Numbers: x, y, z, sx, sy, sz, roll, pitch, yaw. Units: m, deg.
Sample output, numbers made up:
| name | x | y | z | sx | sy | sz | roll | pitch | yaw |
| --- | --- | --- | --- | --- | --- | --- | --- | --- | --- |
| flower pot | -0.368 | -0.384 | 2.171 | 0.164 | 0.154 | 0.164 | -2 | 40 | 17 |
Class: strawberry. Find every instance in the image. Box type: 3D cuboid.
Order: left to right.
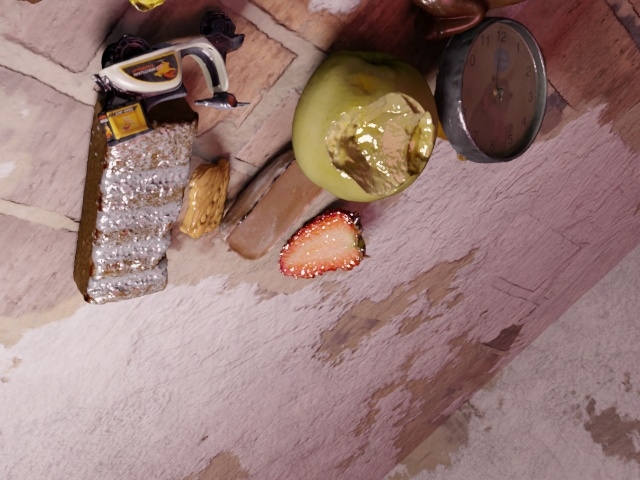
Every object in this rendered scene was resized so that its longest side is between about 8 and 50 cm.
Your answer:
| name | x | y | z | sx | sy | sz | roll | pitch | yaw |
| --- | --- | --- | --- | --- | --- | --- | --- | --- | --- |
| strawberry | 0.001 | -0.003 | 1.849 | 0.208 | 0.087 | 0.167 | -9 | 124 | 3 |

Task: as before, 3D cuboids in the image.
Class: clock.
| name | x | y | z | sx | sy | sz | roll | pitch | yaw |
| --- | --- | --- | --- | --- | --- | --- | --- | --- | --- |
| clock | 0.328 | -0.282 | 1.548 | 0.281 | 0.055 | 0.280 | -7 | 101 | -40 |

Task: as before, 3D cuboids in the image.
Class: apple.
| name | x | y | z | sx | sy | sz | roll | pitch | yaw |
| --- | --- | --- | --- | --- | --- | --- | --- | --- | --- |
| apple | 0.082 | -0.210 | 1.489 | 0.279 | 0.279 | 0.279 | -25 | 146 | -18 |

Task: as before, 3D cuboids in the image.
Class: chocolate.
| name | x | y | z | sx | sy | sz | roll | pitch | yaw |
| --- | --- | --- | --- | --- | --- | --- | --- | --- | --- |
| chocolate | -0.101 | -0.082 | 1.633 | 0.261 | 0.083 | 0.161 | -46 | 149 | -2 |

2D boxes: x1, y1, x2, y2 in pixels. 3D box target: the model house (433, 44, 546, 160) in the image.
| name | x | y | z | sx | sy | sz | roll | pitch | yaw |
| --- | --- | --- | --- | --- | --- | --- | --- | --- | --- |
| model house | 0.321 | -0.316 | 1.692 | 0.239 | 0.173 | 0.268 | 20 | 88 | -39 |

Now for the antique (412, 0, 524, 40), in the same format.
| name | x | y | z | sx | sy | sz | roll | pitch | yaw |
| --- | --- | --- | --- | --- | --- | --- | --- | --- | --- |
| antique | 0.272 | -0.475 | 1.457 | 0.257 | 0.121 | 0.143 | -26 | 138 | -3 |

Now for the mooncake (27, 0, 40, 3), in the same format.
| name | x | y | z | sx | sy | sz | roll | pitch | yaw |
| --- | --- | --- | --- | --- | --- | --- | --- | --- | --- |
| mooncake | -0.306 | -0.417 | 0.720 | 0.246 | 0.394 | 0.393 | -37 | 150 | 3 |

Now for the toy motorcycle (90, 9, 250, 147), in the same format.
| name | x | y | z | sx | sy | sz | roll | pitch | yaw |
| --- | --- | --- | --- | --- | --- | --- | --- | --- | --- |
| toy motorcycle | -0.219 | -0.251 | 1.249 | 0.263 | 0.091 | 0.157 | -25 | 104 | -27 |

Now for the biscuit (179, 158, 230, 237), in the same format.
| name | x | y | z | sx | sy | sz | roll | pitch | yaw |
| --- | --- | --- | --- | --- | --- | --- | --- | --- | --- |
| biscuit | -0.207 | -0.071 | 1.527 | 0.162 | 0.035 | 0.250 | -61 | 172 | -15 |

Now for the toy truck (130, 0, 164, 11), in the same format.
| name | x | y | z | sx | sy | sz | roll | pitch | yaw |
| --- | --- | --- | --- | --- | --- | --- | --- | --- | --- |
| toy truck | -0.172 | -0.414 | 1.076 | 0.385 | 0.161 | 0.162 | -15 | 133 | -29 |

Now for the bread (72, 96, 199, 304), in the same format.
| name | x | y | z | sx | sy | sz | roll | pitch | yaw |
| --- | --- | --- | --- | --- | --- | --- | --- | --- | --- |
| bread | -0.324 | -0.062 | 1.421 | 0.165 | 0.113 | 0.416 | -14 | 141 | -34 |
